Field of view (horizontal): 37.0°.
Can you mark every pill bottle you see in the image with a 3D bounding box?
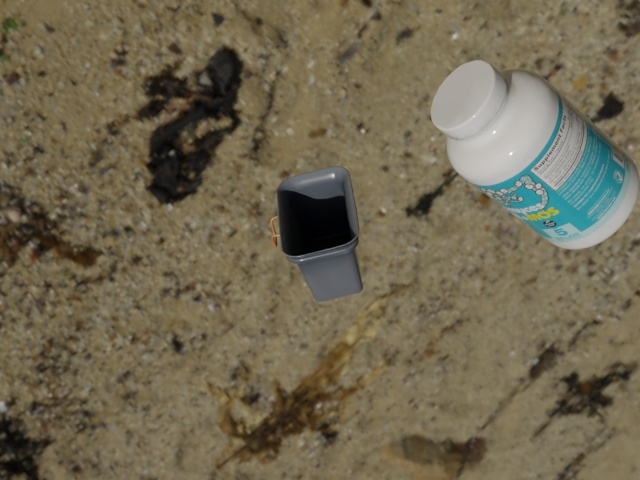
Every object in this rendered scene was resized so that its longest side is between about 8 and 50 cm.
[{"bbox_3d":[0.250,-0.106,1.137,0.264,0.146,0.146,32,106,-32],"label":"pill bottle"}]

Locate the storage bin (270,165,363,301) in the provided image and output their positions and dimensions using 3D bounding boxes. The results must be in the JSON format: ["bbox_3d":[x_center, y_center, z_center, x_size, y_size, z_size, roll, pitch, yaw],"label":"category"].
[{"bbox_3d":[0.000,0.000,1.057,0.098,0.135,0.091,-14,130,5],"label":"storage bin"}]
